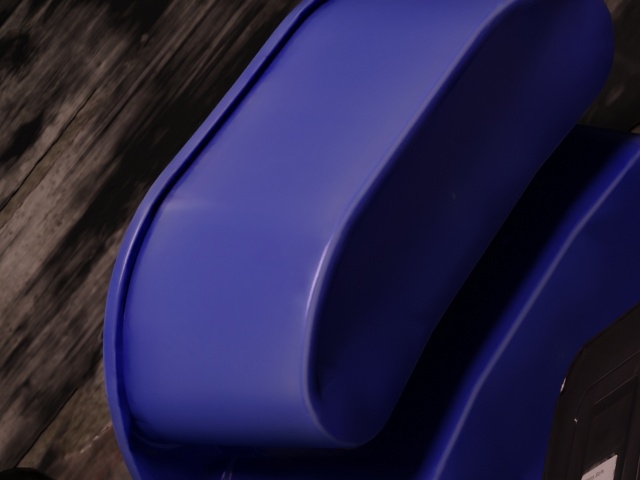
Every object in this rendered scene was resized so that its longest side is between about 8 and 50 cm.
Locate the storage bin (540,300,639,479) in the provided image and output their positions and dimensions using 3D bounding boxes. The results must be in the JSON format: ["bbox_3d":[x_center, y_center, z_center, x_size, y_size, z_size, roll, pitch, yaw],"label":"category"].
[{"bbox_3d":[0.153,0.120,0.719,0.122,0.084,0.180,130,161,-57],"label":"storage bin"}]

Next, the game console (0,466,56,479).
[{"bbox_3d":[-0.141,0.249,0.842,0.250,0.173,0.293,-25,20,53],"label":"game console"}]

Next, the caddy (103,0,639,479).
[{"bbox_3d":[0.038,0.013,0.849,0.179,0.241,0.341,3,49,48],"label":"caddy"}]
